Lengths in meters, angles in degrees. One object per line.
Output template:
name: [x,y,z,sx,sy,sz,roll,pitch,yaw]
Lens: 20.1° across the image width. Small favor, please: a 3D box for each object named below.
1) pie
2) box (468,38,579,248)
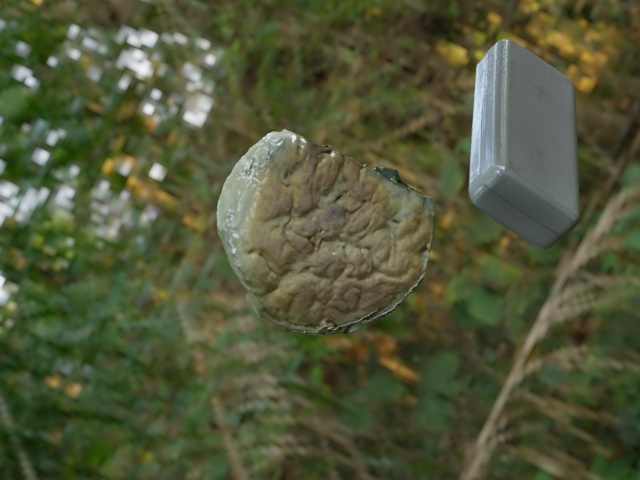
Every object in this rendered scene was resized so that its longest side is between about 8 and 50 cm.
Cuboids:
pie: [0.001,0.000,1.707,0.052,0.218,0.185,8,74,65]
box: [0.194,-0.096,1.713,0.055,0.103,0.243,-47,19,32]
